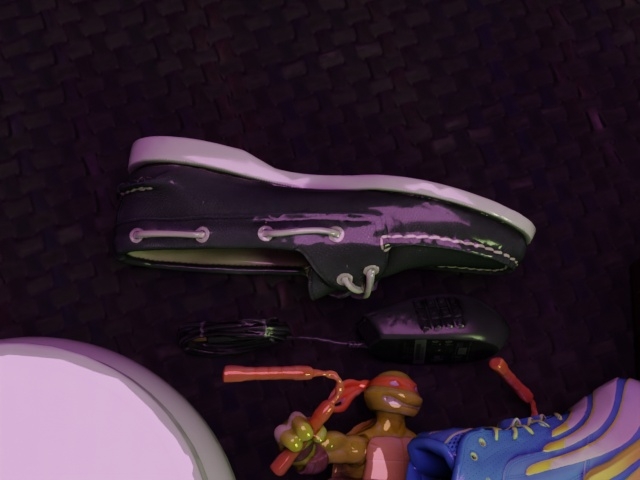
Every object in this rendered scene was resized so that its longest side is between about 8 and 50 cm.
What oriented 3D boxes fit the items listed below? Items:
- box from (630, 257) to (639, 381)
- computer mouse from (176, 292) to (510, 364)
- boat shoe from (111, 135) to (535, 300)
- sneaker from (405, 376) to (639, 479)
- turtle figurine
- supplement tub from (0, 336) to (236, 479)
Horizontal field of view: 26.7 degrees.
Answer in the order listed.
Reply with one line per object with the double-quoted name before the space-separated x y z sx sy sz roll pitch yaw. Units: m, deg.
"box" 0.309 0.174 0.908 0.143 0.191 0.382 0 74 -5
"computer mouse" 0.016 0.061 0.978 0.242 0.071 0.041 1 69 -1
"boat shoe" 0.000 0.000 0.975 0.302 0.114 0.091 8 73 10
"sneaker" 0.135 0.149 0.892 0.240 0.091 0.126 -46 111 -30
"turtle figurine" 0.034 0.180 0.925 0.269 0.087 0.217 12 78 -35
"supplement tub" -0.162 0.187 0.792 0.235 0.325 0.236 1 75 -4
